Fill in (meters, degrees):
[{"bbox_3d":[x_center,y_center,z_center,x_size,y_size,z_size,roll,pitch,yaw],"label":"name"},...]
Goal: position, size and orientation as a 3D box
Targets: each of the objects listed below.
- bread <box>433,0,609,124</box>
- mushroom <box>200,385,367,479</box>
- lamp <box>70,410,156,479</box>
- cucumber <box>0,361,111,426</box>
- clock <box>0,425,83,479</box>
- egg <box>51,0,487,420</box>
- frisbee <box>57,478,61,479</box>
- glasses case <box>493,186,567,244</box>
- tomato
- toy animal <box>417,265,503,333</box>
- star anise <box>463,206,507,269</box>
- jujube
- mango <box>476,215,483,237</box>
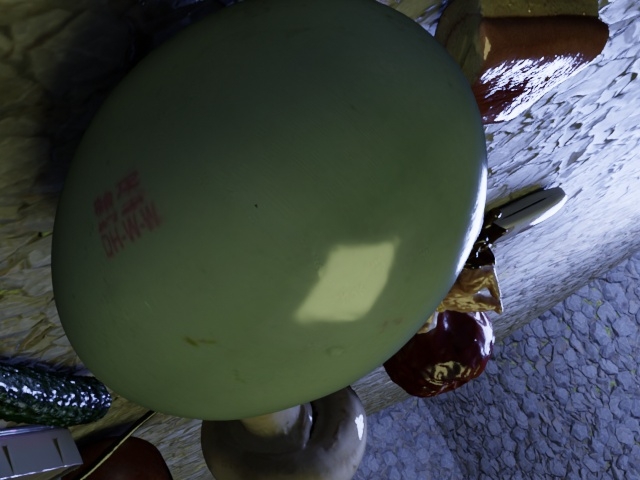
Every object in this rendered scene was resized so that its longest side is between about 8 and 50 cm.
[{"bbox_3d":[0.145,-0.149,0.678,0.192,0.067,0.119,-11,150,-47],"label":"bread"},{"bbox_3d":[-0.064,0.292,1.431,0.292,0.292,0.290,-22,134,-16],"label":"mushroom"},{"bbox_3d":[-0.275,0.317,1.298,0.371,0.109,0.130,-33,164,-4],"label":"lamp"},{"bbox_3d":[-0.322,0.171,0.936,0.067,0.068,0.293,-28,163,4],"label":"cucumber"},{"bbox_3d":[-0.445,0.317,1.164,0.147,0.071,0.192,-32,163,17],"label":"clock"},{"bbox_3d":[-0.050,-0.003,0.537,0.229,0.230,0.371,-13,162,-39],"label":"egg"},{"bbox_3d":[-0.517,0.477,1.631,0.110,0.014,0.110,-25,162,-9],"label":"frisbee"},{"bbox_3d":[0.308,-0.036,1.307,0.164,0.041,0.063,-24,160,-13],"label":"glasses case"},{"bbox_3d":[-0.343,0.437,1.446,0.184,0.208,0.208,-10,157,-37],"label":"tomato"},{"bbox_3d":[0.198,0.062,1.402,0.185,0.104,0.184,-12,132,11],"label":"toy animal"},{"bbox_3d":[0.196,0.004,1.186,0.234,0.073,0.177,-19,164,41],"label":"star anise"},{"bbox_3d":[0.215,0.186,1.582,0.212,0.213,0.232,-21,167,-18],"label":"jujube"},{"bbox_3d":[0.099,-0.039,0.824,0.113,0.139,0.253,-11,175,27],"label":"mango"}]
